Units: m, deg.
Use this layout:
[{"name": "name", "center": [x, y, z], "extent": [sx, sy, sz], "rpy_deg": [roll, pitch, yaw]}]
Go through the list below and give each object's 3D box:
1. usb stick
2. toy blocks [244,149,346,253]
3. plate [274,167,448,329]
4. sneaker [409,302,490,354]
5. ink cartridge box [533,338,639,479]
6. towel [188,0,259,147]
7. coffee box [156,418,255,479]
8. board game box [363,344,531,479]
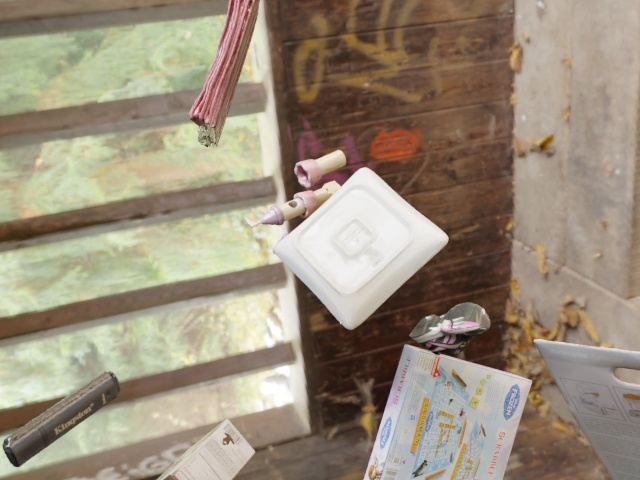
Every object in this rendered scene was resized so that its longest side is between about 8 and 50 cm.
[{"name": "usb stick", "center": [-0.556, 0.383, 1.649], "extent": [0.045, 0.278, 0.077], "rpy_deg": [18, 129, 37]}, {"name": "toy blocks", "center": [0.000, 0.000, 1.857], "extent": [0.288, 0.260, 0.309], "rpy_deg": [49, 152, 28]}, {"name": "plate", "center": [0.073, 0.001, 1.566], "extent": [0.278, 0.277, 0.045], "rpy_deg": [45, 174, 33]}, {"name": "sneaker", "center": [0.252, 0.170, 1.405], "extent": [0.077, 0.072, 0.178], "rpy_deg": [46, 149, -15]}, {"name": "ink cartridge box", "center": [0.479, 0.233, 0.938], "extent": [0.308, 0.091, 0.385], "rpy_deg": [0, 135, 47]}, {"name": "towel", "center": [-0.136, -0.263, 1.125], "extent": [0.329, 0.037, 0.237], "rpy_deg": [-171, 99, -83]}, {"name": "coffee box", "center": [-0.252, 0.476, 1.517], "extent": [0.098, 0.141, 0.246], "rpy_deg": [49, -158, 3]}, {"name": "board game box", "center": [0.284, 0.420, 1.679], "extent": [0.066, 0.318, 0.319], "rpy_deg": [13, 85, 67]}]
